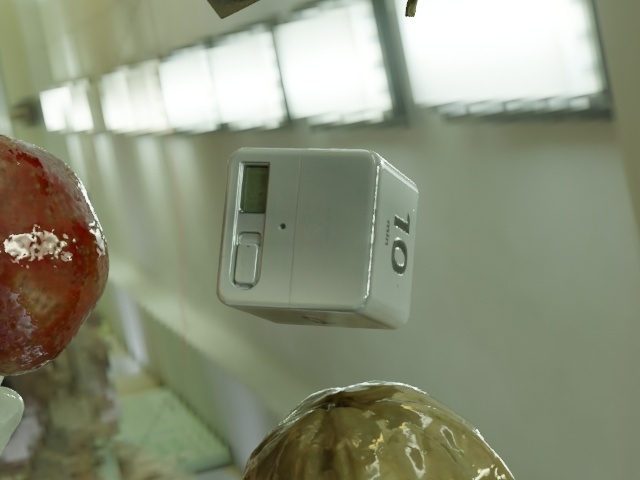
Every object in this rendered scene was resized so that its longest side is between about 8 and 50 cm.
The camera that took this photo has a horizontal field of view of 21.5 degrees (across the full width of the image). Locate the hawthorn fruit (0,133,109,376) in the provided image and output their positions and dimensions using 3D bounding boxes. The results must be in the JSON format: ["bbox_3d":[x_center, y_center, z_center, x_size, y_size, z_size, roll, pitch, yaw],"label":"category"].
[{"bbox_3d":[-0.422,-0.004,1.995,0.369,0.285,0.284,46,18,-52],"label":"hawthorn fruit"}]

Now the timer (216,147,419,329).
[{"bbox_3d":[0.000,0.000,2.039,0.195,0.194,0.192,28,66,-69],"label":"timer"}]

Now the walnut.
[{"bbox_3d":[0.076,0.347,1.995,0.381,0.381,0.381,168,-90,-78],"label":"walnut"}]

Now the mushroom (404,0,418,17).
[{"bbox_3d":[0.095,-0.265,1.218,0.286,0.026,0.028,111,-36,-52],"label":"mushroom"}]

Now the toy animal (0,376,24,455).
[{"bbox_3d":[-0.533,0.254,2.391,0.174,0.249,0.289,36,34,-72],"label":"toy animal"}]

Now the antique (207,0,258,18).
[{"bbox_3d":[-0.100,-0.388,2.134,0.146,0.152,0.148,51,26,-32],"label":"antique"}]
